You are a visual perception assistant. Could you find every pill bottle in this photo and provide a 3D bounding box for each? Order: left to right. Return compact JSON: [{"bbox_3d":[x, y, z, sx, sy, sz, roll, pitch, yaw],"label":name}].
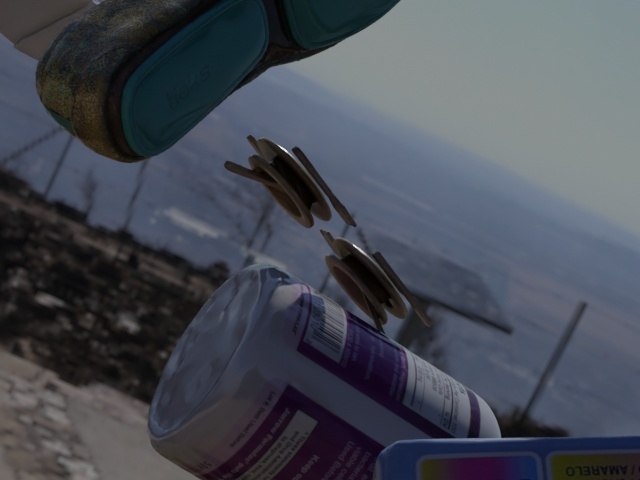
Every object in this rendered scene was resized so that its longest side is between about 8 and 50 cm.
[{"bbox_3d":[0.031,0.160,1.131,0.301,0.169,0.169,34,3,-18],"label":"pill bottle"}]

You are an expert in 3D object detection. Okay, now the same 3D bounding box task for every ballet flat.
[{"bbox_3d":[-0.061,-0.172,1.035,0.123,0.123,0.348,29,50,28],"label":"ballet flat"}]

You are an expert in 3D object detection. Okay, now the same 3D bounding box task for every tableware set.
[{"bbox_3d":[0.000,0.000,1.181,0.194,0.039,0.128,52,-11,-19],"label":"tableware set"}]

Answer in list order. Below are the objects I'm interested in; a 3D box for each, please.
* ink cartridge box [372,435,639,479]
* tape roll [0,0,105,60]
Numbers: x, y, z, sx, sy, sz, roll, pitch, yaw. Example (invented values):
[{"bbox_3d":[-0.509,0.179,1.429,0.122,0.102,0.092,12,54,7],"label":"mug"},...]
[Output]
[{"bbox_3d":[0.156,0.271,0.526,0.270,0.395,0.151,-2,-40,3],"label":"ink cartridge box"},{"bbox_3d":[-0.235,-0.303,1.348,0.100,0.286,0.286,-21,-19,27],"label":"tape roll"}]
